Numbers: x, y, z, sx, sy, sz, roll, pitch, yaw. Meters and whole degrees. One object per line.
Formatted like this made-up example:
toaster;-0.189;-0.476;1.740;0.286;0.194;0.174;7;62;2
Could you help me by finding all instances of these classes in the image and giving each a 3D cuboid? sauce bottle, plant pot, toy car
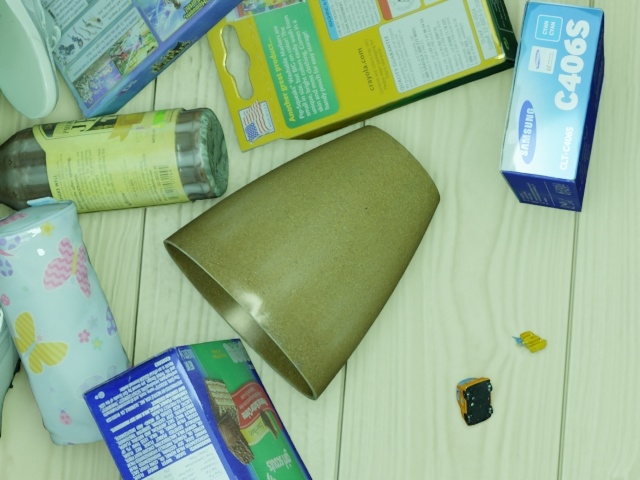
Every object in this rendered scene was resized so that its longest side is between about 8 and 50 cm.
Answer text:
sauce bottle;-0.282;-0.083;1.818;0.344;0.111;0.111;-5;86;9
plant pot;0.000;0.000;1.728;0.237;0.237;0.254;44;80;9
toy car;0.199;0.152;1.777;0.122;0.060;0.040;-34;37;-11

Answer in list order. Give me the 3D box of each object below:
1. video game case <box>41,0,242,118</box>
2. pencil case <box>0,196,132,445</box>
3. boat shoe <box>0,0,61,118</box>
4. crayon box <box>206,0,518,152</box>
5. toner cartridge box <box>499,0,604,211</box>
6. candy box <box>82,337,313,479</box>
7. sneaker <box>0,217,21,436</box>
video game case;-0.226;-0.313;1.800;0.269;0.061;0.244;-36;80;31
pencil case;-0.281;0.091;1.765;0.113;0.124;0.273;-9;107;33
boat shoe;-0.333;-0.243;1.793;0.079;0.081;0.227;-34;74;39
crayon box;0.039;-0.240;1.765;0.323;0.083;0.203;-18;86;21
toner cartridge box;0.241;-0.127;1.620;0.075;0.348;0.165;8;87;11
candy box;-0.094;0.270;1.689;0.122;0.268;0.317;-27;83;10
sneaker;-0.362;0.107;1.830;0.108;0.100;0.272;5;96;-21
